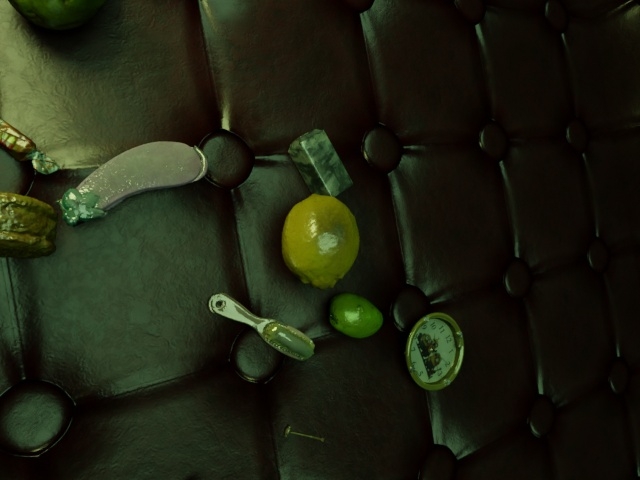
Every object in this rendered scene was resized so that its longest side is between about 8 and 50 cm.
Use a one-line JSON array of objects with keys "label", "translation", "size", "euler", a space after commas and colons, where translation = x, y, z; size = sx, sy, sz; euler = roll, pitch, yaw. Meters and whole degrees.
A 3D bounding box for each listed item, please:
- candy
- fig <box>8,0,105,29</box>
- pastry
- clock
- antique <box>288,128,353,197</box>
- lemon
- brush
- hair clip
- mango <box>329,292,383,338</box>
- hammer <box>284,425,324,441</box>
[{"label": "candy", "translation": [-0.625, -0.203, 0.953], "size": [0.182, 0.046, 0.053], "euler": [42, 66, -17]}, {"label": "fig", "translation": [-0.517, -0.564, 0.979], "size": [0.206, 0.206, 0.275], "euler": [53, 43, -14]}, {"label": "pastry", "translation": [-0.595, -0.026, 0.876], "size": [0.188, 0.188, 0.103], "euler": [7, 77, -28]}, {"label": "clock", "translation": [0.339, 0.334, 1.417], "size": [0.237, 0.057, 0.237], "euler": [2, 86, -29]}, {"label": "antique", "translation": [-0.004, -0.205, 1.265], "size": [0.086, 0.088, 0.183], "euler": [-35, 102, -27]}, {"label": "lemon", "translation": [0.000, 0.000, 1.186], "size": [0.204, 0.204, 0.260], "euler": [8, 68, -27]}, {"label": "brush", "translation": [-0.137, 0.217, 1.169], "size": [0.313, 0.067, 0.072], "euler": [34, 72, -19]}, {"label": "hair clip", "translation": [-0.416, -0.140, 1.050], "size": [0.358, 0.110, 0.096], "euler": [-37, 143, -30]}, {"label": "mango", "translation": [0.102, 0.208, 1.278], "size": [0.178, 0.100, 0.119], "euler": [19, 74, -34]}, {"label": "hammer", "translation": [-0.040, 0.511, 1.221], "size": [0.123, 0.014, 0.029], "euler": [25, 83, -27]}]
